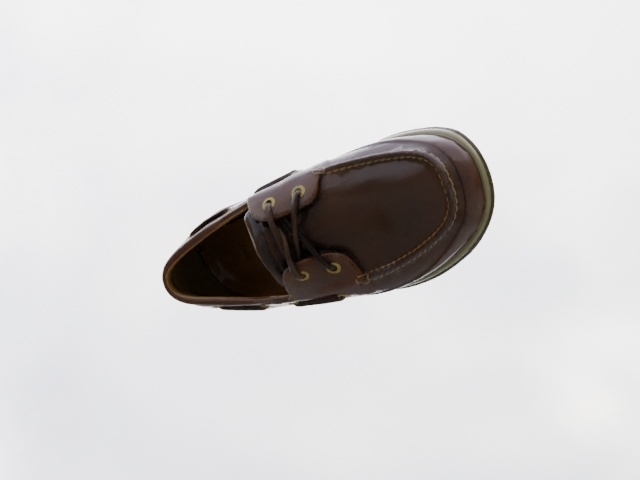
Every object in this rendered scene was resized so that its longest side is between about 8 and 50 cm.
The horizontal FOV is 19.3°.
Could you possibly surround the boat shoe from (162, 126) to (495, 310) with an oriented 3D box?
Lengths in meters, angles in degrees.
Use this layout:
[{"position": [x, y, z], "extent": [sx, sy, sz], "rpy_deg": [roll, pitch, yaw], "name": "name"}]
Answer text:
[{"position": [0.000, 0.000, 0.801], "extent": [0.060, 0.064, 0.178], "rpy_deg": [-19, 0, -43], "name": "boat shoe"}]
